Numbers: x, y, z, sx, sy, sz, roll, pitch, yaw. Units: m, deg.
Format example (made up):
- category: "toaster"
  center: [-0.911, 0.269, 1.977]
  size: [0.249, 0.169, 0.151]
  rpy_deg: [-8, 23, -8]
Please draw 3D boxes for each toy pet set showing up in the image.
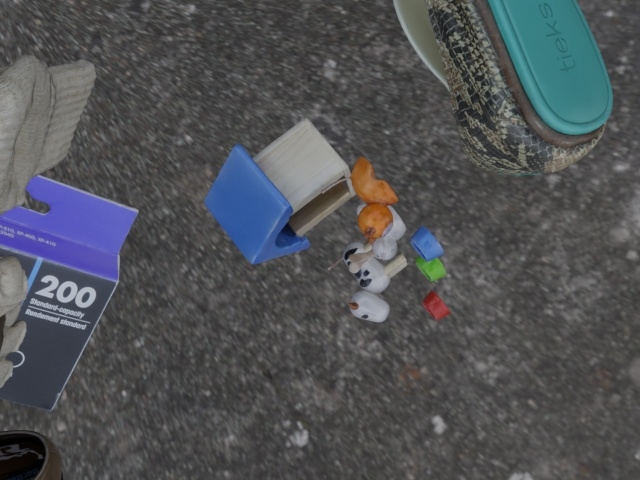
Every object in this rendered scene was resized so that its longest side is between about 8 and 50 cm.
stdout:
- category: "toy pet set"
  center: [0.000, 0.000, 0.543]
  size: [0.065, 0.122, 0.114]
  rpy_deg: [-38, 70, -5]

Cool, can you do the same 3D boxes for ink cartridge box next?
- category: "ink cartridge box"
  center: [-0.288, 0.036, 0.997]
  size: [0.206, 0.045, 0.208]
  rpy_deg: [20, 108, -27]

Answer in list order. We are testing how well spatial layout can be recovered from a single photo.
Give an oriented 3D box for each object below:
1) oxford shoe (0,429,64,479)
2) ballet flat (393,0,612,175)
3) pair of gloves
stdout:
- category: "oxford shoe"
  center: [-0.280, 0.174, 0.747]
  size: [0.227, 0.082, 0.096]
  rpy_deg: [-22, 153, -25]
- category: "ballet flat"
  center: [0.111, -0.284, 0.991]
  size: [0.164, 0.182, 0.482]
  rpy_deg: [-15, 90, -32]
- category: "pair of gloves"
  center: [-0.196, 0.007, 0.658]
  size: [0.042, 0.204, 0.240]
  rpy_deg: [23, 101, 4]
